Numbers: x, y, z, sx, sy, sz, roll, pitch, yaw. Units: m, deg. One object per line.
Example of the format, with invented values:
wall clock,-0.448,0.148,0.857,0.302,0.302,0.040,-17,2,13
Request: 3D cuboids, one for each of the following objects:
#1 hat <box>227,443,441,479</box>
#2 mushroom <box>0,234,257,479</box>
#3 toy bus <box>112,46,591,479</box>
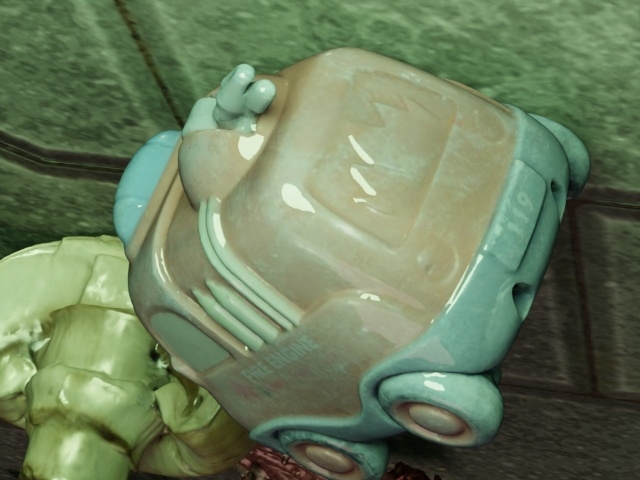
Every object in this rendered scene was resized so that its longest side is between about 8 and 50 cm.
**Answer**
hat,-0.017,0.216,1.674,0.286,0.107,0.236,22,166,-10
mushroom,-0.149,0.118,1.404,0.253,0.195,0.189,6,160,23
toy bus,0.000,0.000,1.072,0.231,0.197,0.294,31,154,-16
